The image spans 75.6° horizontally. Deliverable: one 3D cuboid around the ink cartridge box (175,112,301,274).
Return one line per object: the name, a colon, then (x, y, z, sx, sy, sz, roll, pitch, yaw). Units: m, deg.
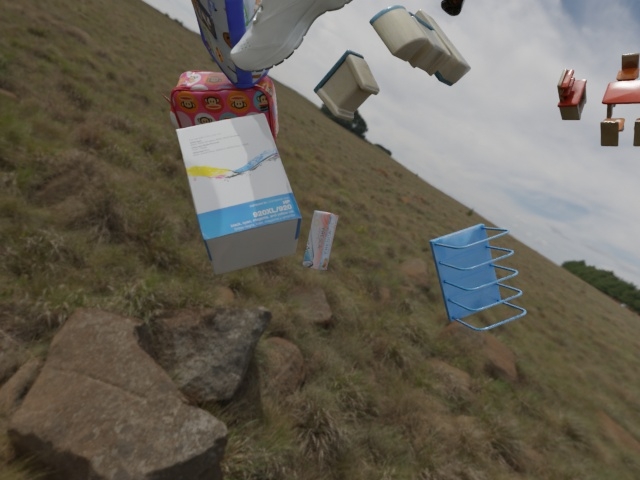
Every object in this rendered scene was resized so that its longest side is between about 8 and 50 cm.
ink cartridge box: (-0.153, -0.086, 0.779, 0.171, 0.168, 0.232, 106, -33, -65)

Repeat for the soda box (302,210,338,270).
soda box: (0.000, 0.000, 1.306, 0.063, 0.183, 0.058, 14, 2, 30)

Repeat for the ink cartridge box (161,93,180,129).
ink cartridge box: (-0.547, -0.463, 1.668, 0.189, 0.066, 0.232, 39, -3, 23)

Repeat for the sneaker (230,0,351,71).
sneaker: (-0.057, -0.417, 0.708, 0.129, 0.297, 0.111, 33, 30, -42)

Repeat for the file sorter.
file sorter: (0.301, 0.069, 0.781, 0.118, 0.170, 0.104, -17, 9, -10)

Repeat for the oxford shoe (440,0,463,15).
oxford shoe: (0.507, -0.894, 1.506, 0.083, 0.096, 0.227, 35, 7, -5)

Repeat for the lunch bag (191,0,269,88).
lunch bag: (-0.199, -0.622, 0.995, 0.239, 0.385, 0.328, 0, -20, -4)

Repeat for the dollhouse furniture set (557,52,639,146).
dollhouse furniture set: (0.807, -0.404, 1.134, 0.259, 0.261, 0.135, 13, -23, 41)

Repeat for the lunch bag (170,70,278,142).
lunch bag: (-0.274, -0.362, 1.232, 0.294, 0.258, 0.120, 2, 49, 4)

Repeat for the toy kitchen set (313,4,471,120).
toy kitchen set: (0.105, -0.280, 0.660, 0.207, 0.166, 0.122, -8, 64, -50)
